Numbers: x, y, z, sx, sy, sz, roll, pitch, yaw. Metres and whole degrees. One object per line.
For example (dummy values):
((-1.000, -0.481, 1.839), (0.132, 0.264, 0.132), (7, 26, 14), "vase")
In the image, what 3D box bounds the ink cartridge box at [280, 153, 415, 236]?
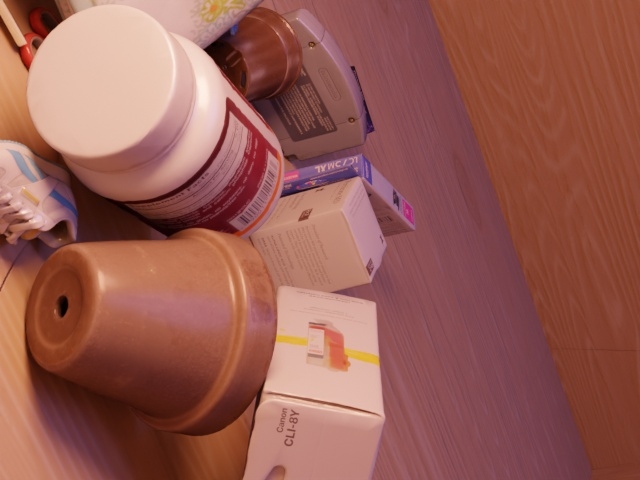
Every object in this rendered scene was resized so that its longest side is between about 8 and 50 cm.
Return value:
((0.041, -0.080, 2.091), (0.311, 0.185, 0.065), (37, 46, -57), "ink cartridge box")

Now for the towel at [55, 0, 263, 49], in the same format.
((-0.209, -0.384, 1.444), (0.090, 0.320, 0.374), (41, -21, 29), "towel")

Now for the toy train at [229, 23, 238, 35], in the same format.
((-0.171, -0.375, 1.713), (0.184, 0.080, 0.105), (-101, -179, -73), "toy train")

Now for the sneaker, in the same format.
((-0.354, -0.051, 1.249), (0.228, 0.087, 0.092), (20, 50, -64), "sneaker")

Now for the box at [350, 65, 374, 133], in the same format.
((0.017, -0.273, 2.264), (0.207, 0.108, 0.153), (-34, 107, -67), "box")

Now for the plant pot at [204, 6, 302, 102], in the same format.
((-0.140, -0.303, 1.857), (0.165, 0.167, 0.167), (-40, 113, -57), "plant pot")

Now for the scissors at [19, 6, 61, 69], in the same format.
((-0.322, -0.181, 1.503), (0.297, 0.021, 0.109), (60, 24, -31), "scissors")

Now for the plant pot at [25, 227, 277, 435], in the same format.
((-0.218, 0.098, 1.315), (0.229, 0.263, 0.263), (16, 59, -45), "plant pot")

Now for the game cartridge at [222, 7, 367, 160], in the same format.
((-0.036, -0.287, 2.028), (0.062, 0.198, 0.297), (-79, 147, -48), "game cartridge")

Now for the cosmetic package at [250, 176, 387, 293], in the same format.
((0.000, 0.000, 1.944), (0.152, 0.183, 0.151), (67, 23, -20), "cosmetic package")

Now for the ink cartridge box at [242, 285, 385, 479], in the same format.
((-0.016, 0.264, 1.503), (0.385, 0.160, 0.279), (-84, -175, -72), "ink cartridge box")

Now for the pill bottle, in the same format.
((-0.202, -0.136, 1.410), (0.392, 0.224, 0.224), (44, 36, -70), "pill bottle")

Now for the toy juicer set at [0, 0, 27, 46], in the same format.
((-0.393, -0.439, 1.410), (0.209, 0.089, 0.329), (53, 31, -44), "toy juicer set")
